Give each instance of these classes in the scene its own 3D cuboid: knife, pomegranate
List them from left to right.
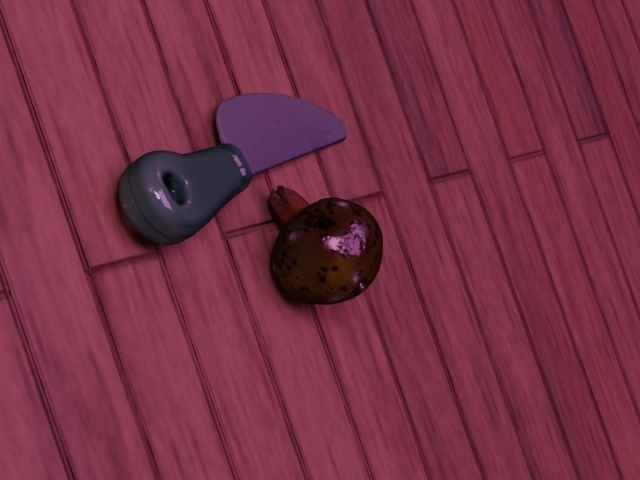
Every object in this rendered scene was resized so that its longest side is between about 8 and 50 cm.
[{"bbox_3d":[-0.051,-0.058,1.071,0.063,0.035,0.260,57,30,-2],"label":"knife"},{"bbox_3d":[0.003,-0.001,1.071,0.073,0.073,0.084,-4,77,-53],"label":"pomegranate"}]
